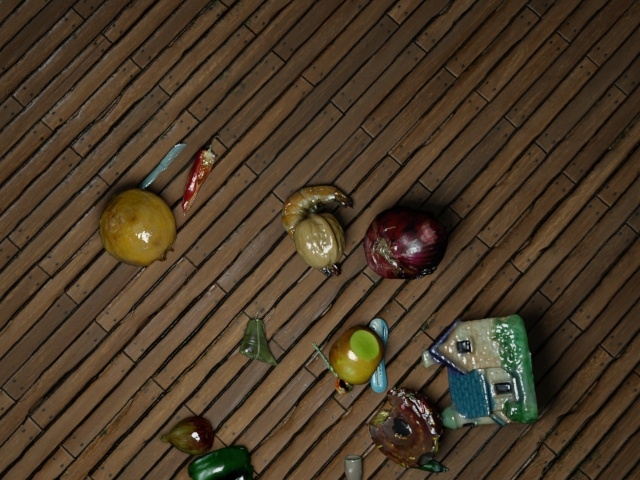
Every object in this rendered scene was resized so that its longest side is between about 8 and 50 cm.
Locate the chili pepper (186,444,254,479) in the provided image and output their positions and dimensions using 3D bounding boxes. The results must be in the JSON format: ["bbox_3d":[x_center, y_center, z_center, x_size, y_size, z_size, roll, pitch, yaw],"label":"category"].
[{"bbox_3d":[-0.318,0.690,1.738,0.260,0.165,0.174,-21,103,-6],"label":"chili pepper"}]

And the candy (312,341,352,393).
[{"bbox_3d":[0.032,0.383,1.835,0.055,0.049,0.185,-30,75,-34],"label":"candy"}]

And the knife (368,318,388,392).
[{"bbox_3d":[0.175,0.348,1.839,0.064,0.031,0.222,-1,85,-4],"label":"knife"}]

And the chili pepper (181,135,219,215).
[{"bbox_3d":[-0.377,-0.204,1.879,0.050,0.059,0.268,19,87,40],"label":"chili pepper"}]

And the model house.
[{"bbox_3d":[0.438,0.378,1.735,0.279,0.245,0.313,-6,80,5],"label":"model house"}]

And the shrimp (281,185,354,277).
[{"bbox_3d":[0.019,-0.037,1.863,0.222,0.054,0.291,-31,86,-5],"label":"shrimp"}]

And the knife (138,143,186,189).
[{"bbox_3d":[-0.495,-0.228,1.894,0.028,0.015,0.210,39,85,10],"label":"knife"}]

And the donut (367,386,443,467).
[{"bbox_3d":[0.255,0.531,1.746,0.216,0.096,0.231,26,113,28],"label":"donut"}]

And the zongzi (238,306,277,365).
[{"bbox_3d":[-0.168,0.291,1.843,0.130,0.062,0.154,23,68,-19],"label":"zongzi"}]

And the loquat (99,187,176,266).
[{"bbox_3d":[-0.537,-0.037,1.788,0.238,0.193,0.239,1,81,-7],"label":"loquat"}]

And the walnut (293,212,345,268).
[{"bbox_3d":[0.000,0.000,1.761,0.166,0.149,0.167,1,87,-29],"label":"walnut"}]

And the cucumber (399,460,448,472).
[{"bbox_3d":[0.308,0.666,1.810,0.154,0.037,0.037,10,85,0],"label":"cucumber"}]

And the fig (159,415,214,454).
[{"bbox_3d":[-0.390,0.575,1.777,0.154,0.103,0.109,-10,63,-10],"label":"fig"}]

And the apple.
[{"bbox_3d":[0.109,0.339,1.781,0.147,0.146,0.163,45,53,14],"label":"apple"}]

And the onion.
[{"bbox_3d":[0.253,0.005,1.754,0.280,0.281,0.222,-15,89,-2],"label":"onion"}]

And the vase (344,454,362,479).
[{"bbox_3d":[0.098,0.692,1.796,0.053,0.053,0.101,-2,88,-1],"label":"vase"}]
